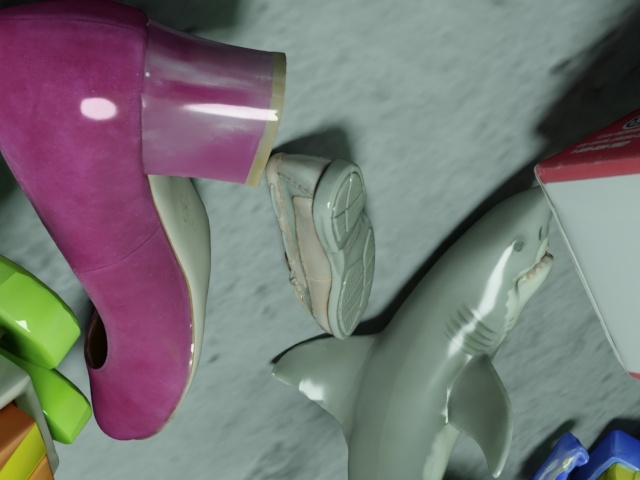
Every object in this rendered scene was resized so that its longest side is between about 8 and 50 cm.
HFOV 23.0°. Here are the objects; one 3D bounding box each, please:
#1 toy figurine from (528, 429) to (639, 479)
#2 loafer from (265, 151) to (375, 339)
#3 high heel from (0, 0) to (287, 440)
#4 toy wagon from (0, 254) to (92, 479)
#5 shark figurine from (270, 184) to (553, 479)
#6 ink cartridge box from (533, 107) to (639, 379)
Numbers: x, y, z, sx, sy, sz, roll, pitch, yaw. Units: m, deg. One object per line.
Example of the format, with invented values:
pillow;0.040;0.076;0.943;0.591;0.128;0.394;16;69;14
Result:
toy figurine;0.182;0.216;1.067;0.362;0.217;0.191;26;141;-5
loafer;0.000;0.000;0.735;0.045;0.039;0.125;-58;159;-29
high heel;-0.098;0.002;0.634;0.117;0.082;0.244;10;144;-12
toy wagon;-0.183;0.157;0.621;0.267;0.068;0.344;-56;173;-20
shark figurine;0.025;0.106;0.795;0.116;0.278;0.166;24;156;-11
ink cartridge box;0.288;-0.053;0.721;0.306;0.131;0.226;-31;-172;-19
